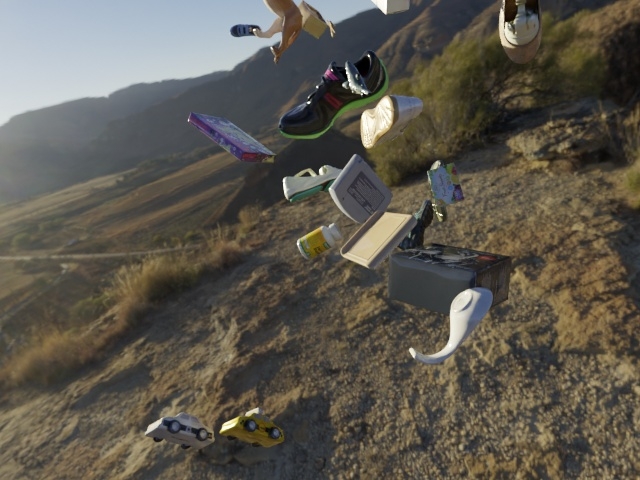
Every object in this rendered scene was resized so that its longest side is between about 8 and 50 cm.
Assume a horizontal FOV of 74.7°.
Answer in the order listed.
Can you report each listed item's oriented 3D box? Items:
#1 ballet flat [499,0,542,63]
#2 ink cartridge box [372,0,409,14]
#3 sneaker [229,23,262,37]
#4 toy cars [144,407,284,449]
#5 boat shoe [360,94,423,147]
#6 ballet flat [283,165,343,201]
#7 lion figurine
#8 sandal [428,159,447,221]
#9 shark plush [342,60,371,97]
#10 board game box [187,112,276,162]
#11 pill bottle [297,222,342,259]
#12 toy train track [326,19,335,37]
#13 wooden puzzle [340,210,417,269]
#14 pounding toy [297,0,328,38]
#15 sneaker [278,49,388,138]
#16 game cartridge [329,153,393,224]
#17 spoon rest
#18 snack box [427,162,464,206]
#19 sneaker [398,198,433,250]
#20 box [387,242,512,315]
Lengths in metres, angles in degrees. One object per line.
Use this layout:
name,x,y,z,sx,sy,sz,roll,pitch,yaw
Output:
ballet flat,0.515,-0.607,1.085,0.107,0.316,0.106,-2,36,28
ink cartridge box,0.298,-1.169,1.873,0.117,0.207,0.283,-14,48,-7
sneaker,-0.325,-0.923,1.842,0.144,0.053,0.059,-9,23,-12
toy cars,-0.303,0.549,1.244,0.393,0.176,0.087,2,45,-6
boat shoe,0.174,-0.293,1.054,0.096,0.098,0.277,-10,6,-11
ballet flat,-0.001,-0.289,1.980,0.400,0.139,0.139,-18,18,-32
lion figurine,-0.154,-0.870,1.507,0.240,0.392,0.142,-38,46,-12
sandal,0.591,-0.241,2.046,0.086,0.303,0.120,-12,15,-8
shark plush,0.109,-0.485,1.286,0.073,0.067,0.161,-10,49,-1
board game box,-0.374,-0.435,1.783,0.347,0.056,0.208,38,29,23
pill bottle,0.000,0.000,2.085,0.208,0.117,0.117,-29,18,12
toy train track,0.039,-0.669,1.326,0.014,0.048,0.083,-33,-6,4
wooden puzzle,0.192,-0.005,1.404,0.221,0.044,0.238,-47,22,-8
pounding toy,-0.052,-0.976,1.867,0.130,0.141,0.100,6,-40,-48
sneaker,0.031,-0.566,1.613,0.483,0.202,0.185,-35,52,-4
game cartridge,0.162,-0.182,1.674,0.060,0.294,0.196,29,82,46
spoon rest,0.372,0.238,1.162,0.276,0.084,0.137,-47,9,6
snack box,0.464,-0.204,1.554,0.100,0.141,0.037,-17,-9,20
sneaker,0.418,-0.070,1.852,0.106,0.101,0.267,9,65,39
box,0.481,0.138,1.571,0.343,0.179,0.312,11,17,42
